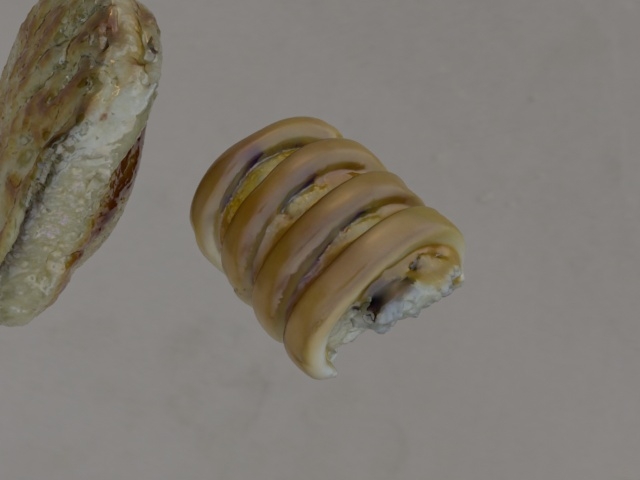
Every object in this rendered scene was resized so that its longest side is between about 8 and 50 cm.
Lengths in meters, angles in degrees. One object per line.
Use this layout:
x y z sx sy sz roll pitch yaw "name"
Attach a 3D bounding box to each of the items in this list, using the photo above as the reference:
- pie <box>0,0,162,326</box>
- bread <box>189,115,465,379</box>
-0.148 -0.051 1.076 0.084 0.179 0.205 14 124 -19 "pie"
0.000 0.000 1.060 0.119 0.177 0.084 -40 146 -9 "bread"
